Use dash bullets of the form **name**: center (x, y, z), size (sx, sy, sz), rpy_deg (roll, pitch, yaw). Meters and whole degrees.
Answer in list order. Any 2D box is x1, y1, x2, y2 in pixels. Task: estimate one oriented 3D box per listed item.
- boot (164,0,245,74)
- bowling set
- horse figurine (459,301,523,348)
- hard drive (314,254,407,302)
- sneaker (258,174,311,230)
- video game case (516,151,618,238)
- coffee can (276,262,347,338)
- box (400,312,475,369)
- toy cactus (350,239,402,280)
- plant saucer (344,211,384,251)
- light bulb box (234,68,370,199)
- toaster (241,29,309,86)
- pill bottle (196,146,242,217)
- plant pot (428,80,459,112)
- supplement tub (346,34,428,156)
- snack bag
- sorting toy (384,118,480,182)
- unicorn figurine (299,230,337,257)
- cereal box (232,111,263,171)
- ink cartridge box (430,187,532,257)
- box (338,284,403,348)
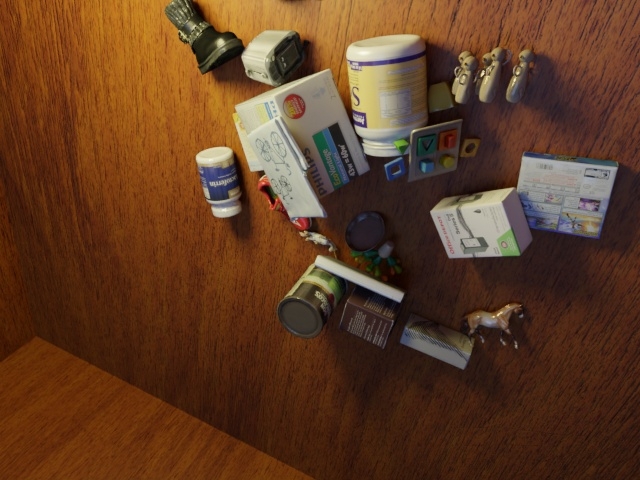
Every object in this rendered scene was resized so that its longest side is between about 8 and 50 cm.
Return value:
- **boot**: center (-0.409, -0.726, 1.804), size (0.348, 0.131, 0.260), rpy_deg (9, 130, 60)
- **bowling set**: center (0.459, -0.501, 1.542), size (0.200, 0.287, 0.154), rpy_deg (40, 131, 45)
- **horse figurine**: center (0.644, 0.323, 2.004), size (0.263, 0.066, 0.174), rpy_deg (-4, 107, 34)
- **hard drive**: center (0.165, 0.149, 2.059), size (0.353, 0.233, 0.047), rpy_deg (24, 92, 13)
- **sneaker**: center (-0.152, -0.138, 2.107), size (0.279, 0.118, 0.107), rpy_deg (49, 129, -7)
- **video game case**: center (0.764, -0.145, 1.664), size (0.270, 0.061, 0.244), rpy_deg (11, 123, 22)
- **coffee can**: center (-0.029, 0.242, 2.174), size (0.202, 0.275, 0.201), rpy_deg (13, 124, 20)
- **box**: center (0.471, 0.405, 2.120), size (0.275, 0.113, 0.094), rpy_deg (20, 125, 14)
- **toy cactus**: center (0.235, 0.061, 2.032), size (0.219, 0.112, 0.180), rpy_deg (29, 136, -3)
- **plant saucer**: center (0.172, -0.029, 2.004), size (0.168, 0.168, 0.029), rpy_deg (-8, 153, 31)
- **light bulb box**: center (-0.068, -0.347, 1.771), size (0.361, 0.225, 0.357), rpy_deg (15, 134, 61)
- **toaster**: center (-0.157, -0.626, 1.769), size (0.146, 0.227, 0.129), rpy_deg (20, 152, 31)
- **pill bottle**: center (-0.409, -0.237, 2.159), size (0.153, 0.153, 0.264), rpy_deg (6, 122, 24)
- **plant pot**: center (0.386, -0.458, 1.664), size (0.081, 0.081, 0.083), rpy_deg (-7, 103, 31)
- **supplement tub**: center (0.214, -0.454, 1.647), size (0.241, 0.241, 0.331), rpy_deg (5, 120, 25)
- **snack bag**: center (-0.105, -0.214, 1.672), size (0.342, 0.037, 0.323), rpy_deg (62, 160, -12)
- **sorting toy**: center (0.367, -0.275, 1.651), size (0.047, 0.348, 0.196), rpy_deg (-123, 24, -45)
- **unicorn figurine**: center (0.000, 0.000, 2.138), size (0.162, 0.111, 0.060), rpy_deg (41, 106, 26)
- **cereal box**: center (-0.228, -0.392, 2.038), size (0.173, 0.047, 0.240), rpy_deg (-2, 118, 28)
- **ink cartridge box**: center (0.536, -0.052, 1.763), size (0.273, 0.115, 0.198), rpy_deg (-6, 116, 48)
- **box**: center (0.211, 0.299, 2.152), size (0.203, 0.168, 0.167), rpy_deg (23, 127, 14)
